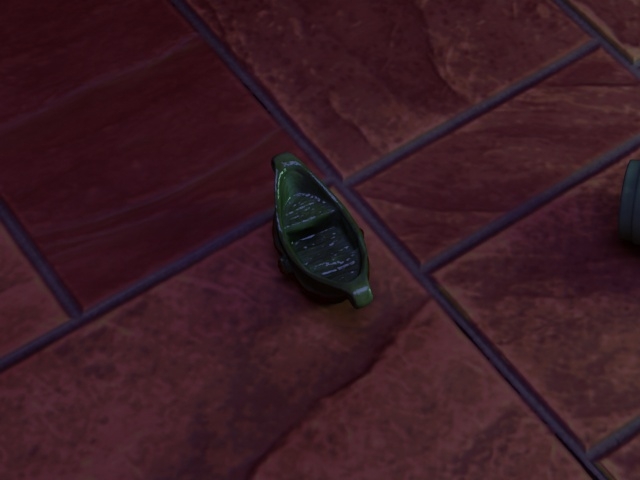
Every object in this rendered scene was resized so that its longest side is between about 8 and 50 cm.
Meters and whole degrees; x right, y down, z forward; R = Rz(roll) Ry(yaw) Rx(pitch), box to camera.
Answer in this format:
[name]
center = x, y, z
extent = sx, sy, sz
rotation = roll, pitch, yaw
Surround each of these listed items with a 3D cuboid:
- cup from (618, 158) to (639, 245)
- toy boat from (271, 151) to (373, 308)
[cup]
center = 0.352, -0.032, 1.365
extent = 0.141, 0.120, 0.120
rotation = 12, 55, 19
[toy boat]
center = 0.000, 0.001, 1.359
extent = 0.089, 0.071, 0.185
rotation = -22, 57, -14
